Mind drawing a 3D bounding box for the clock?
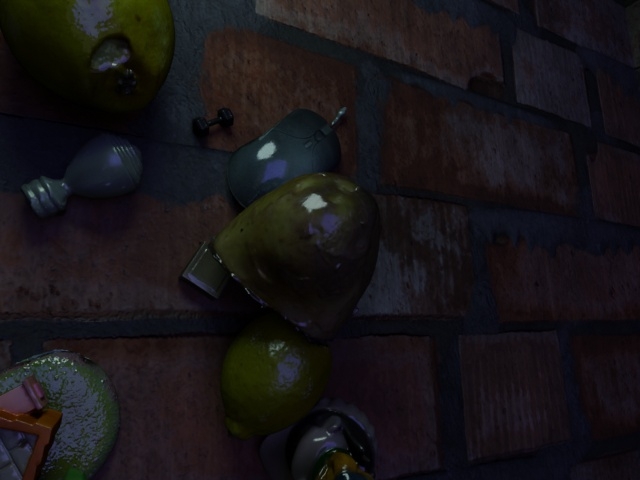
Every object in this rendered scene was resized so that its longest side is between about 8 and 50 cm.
[{"bbox_3d":[-0.464,0.308,0.616,0.255,0.106,0.220,-27,94,-21],"label":"clock"}]

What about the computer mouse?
[{"bbox_3d":[-0.041,-0.196,1.013,0.167,0.090,0.379,49,59,-13],"label":"computer mouse"}]

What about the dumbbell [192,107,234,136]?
[{"bbox_3d":[-0.212,-0.235,0.949,0.083,0.040,0.036,-32,65,-31],"label":"dumbbell"}]

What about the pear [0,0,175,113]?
[{"bbox_3d":[-0.368,-0.350,0.767,0.269,0.269,0.321,-28,75,-32],"label":"pear"}]

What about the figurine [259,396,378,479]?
[{"bbox_3d":[0.036,0.391,0.788,0.204,0.332,0.185,1,95,-24],"label":"figurine"}]

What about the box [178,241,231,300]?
[{"bbox_3d":[-0.207,0.055,0.889,0.079,0.035,0.083,38,62,-17],"label":"box"}]

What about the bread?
[{"bbox_3d":[-0.420,0.281,0.717,0.228,0.033,0.228,6,77,-27],"label":"bread"}]

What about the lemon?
[{"bbox_3d":[-0.081,0.231,0.836,0.184,0.184,0.248,44,58,-15],"label":"lemon"}]

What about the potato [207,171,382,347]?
[{"bbox_3d":[0.000,0.000,0.828,0.301,0.289,0.237,39,101,-12],"label":"potato"}]

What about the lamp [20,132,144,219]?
[{"bbox_3d":[-0.386,-0.106,0.790,0.193,0.106,0.106,-31,95,-22],"label":"lamp"}]
